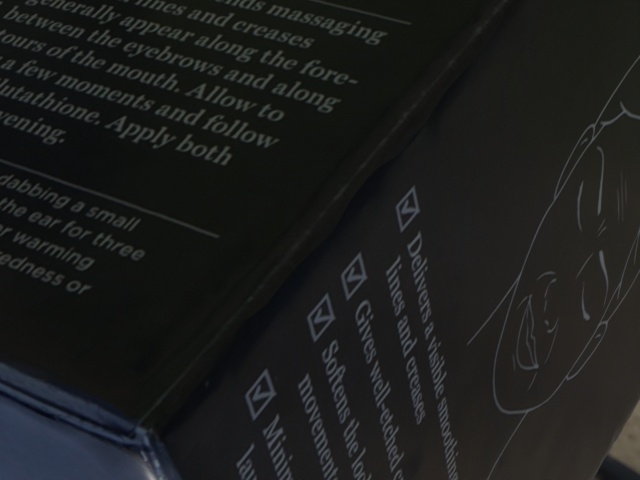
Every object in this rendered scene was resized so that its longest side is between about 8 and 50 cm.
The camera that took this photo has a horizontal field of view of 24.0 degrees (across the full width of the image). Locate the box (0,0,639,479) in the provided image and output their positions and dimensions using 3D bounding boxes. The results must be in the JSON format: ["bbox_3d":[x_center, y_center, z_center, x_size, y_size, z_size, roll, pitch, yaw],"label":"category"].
[{"bbox_3d":[0.000,0.000,0.620,0.212,0.395,0.293,19,141,30],"label":"box"}]
